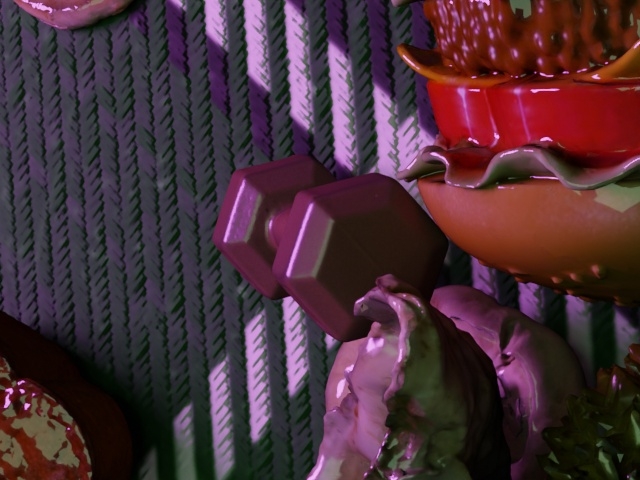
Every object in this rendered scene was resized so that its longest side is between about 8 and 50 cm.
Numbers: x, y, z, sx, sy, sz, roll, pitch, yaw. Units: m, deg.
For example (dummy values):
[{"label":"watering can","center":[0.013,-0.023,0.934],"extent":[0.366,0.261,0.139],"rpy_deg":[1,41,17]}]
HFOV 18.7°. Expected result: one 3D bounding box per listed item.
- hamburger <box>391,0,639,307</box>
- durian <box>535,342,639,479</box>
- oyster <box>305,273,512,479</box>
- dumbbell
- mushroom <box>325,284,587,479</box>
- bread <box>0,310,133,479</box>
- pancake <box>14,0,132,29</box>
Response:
[{"label":"hamburger","center":[0.173,-0.071,0.989],"extent":[0.274,0.274,0.212],"rpy_deg":[1,93,28]},{"label":"durian","center":[0.235,0.178,0.988],"extent":[0.293,0.258,0.258],"rpy_deg":[41,109,9]},{"label":"oyster","center":[0.051,0.157,1.015],"extent":[0.110,0.166,0.341],"rpy_deg":[-8,115,-9]},{"label":"dumbbell","center":[0.000,0.000,1.113],"extent":[0.082,0.231,0.092],"rpy_deg":[-43,104,-6]},{"label":"mushroom","center":[0.077,0.098,1.126],"extent":[0.154,0.122,0.154],"rpy_deg":[-4,82,28]},{"label":"bread","center":[-0.247,0.151,1.287],"extent":[0.246,0.135,0.232],"rpy_deg":[32,106,23]},{"label":"pancake","center":[-0.165,-0.217,1.297],"extent":[0.151,0.025,0.152],"rpy_deg":[1,92,29]}]
